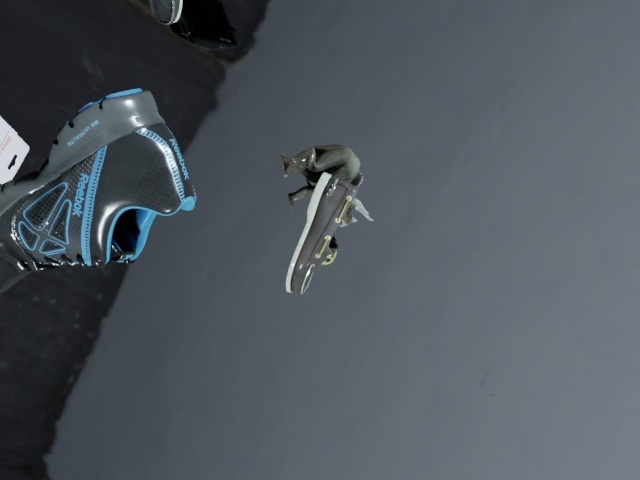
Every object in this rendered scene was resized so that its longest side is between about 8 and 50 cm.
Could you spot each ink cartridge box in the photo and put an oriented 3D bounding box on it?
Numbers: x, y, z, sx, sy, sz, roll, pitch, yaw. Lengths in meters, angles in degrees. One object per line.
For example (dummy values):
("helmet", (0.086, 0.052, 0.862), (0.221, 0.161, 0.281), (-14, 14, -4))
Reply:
("ink cartridge box", (-0.623, -0.186, 1.651), (0.061, 0.181, 0.104), (0, 55, 30))

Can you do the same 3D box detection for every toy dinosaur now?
("toy dinosaur", (0.011, -0.133, 1.697), (0.160, 0.313, 0.121), (-10, 66, -2))

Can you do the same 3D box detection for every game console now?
("game console", (-0.314, -0.591, 2.060), (0.044, 0.213, 0.361), (-30, 81, 27))

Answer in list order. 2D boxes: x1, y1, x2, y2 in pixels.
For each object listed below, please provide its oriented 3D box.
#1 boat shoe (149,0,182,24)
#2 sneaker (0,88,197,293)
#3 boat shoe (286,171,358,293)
("boat shoe", (-0.327, -0.527, 1.787), (0.084, 0.233, 0.079), (16, 43, 20))
("sneaker", (-0.273, -0.013, 0.967), (0.341, 0.125, 0.139), (-35, 85, 32))
("boat shoe", (0.000, 0.000, 1.535), (0.081, 0.069, 0.227), (-59, -11, -63))
